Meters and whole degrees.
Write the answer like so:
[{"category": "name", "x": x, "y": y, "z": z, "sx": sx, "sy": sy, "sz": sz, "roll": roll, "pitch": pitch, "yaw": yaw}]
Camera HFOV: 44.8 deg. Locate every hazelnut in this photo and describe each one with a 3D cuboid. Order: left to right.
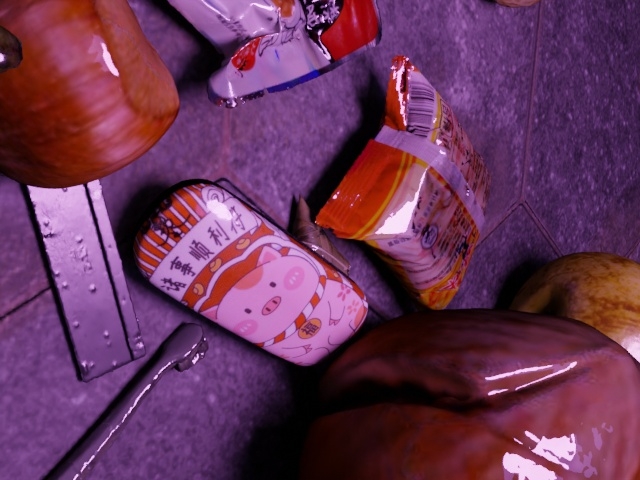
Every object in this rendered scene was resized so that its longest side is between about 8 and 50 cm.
[{"category": "hazelnut", "x": -0.180, "y": -0.107, "z": 0.530, "sx": 0.150, "sy": 0.150, "sz": 0.150, "roll": -9, "pitch": 103, "yaw": -46}, {"category": "hazelnut", "x": 0.165, "y": 0.224, "z": 0.803, "sx": 0.409, "sy": 0.359, "sz": 0.359, "roll": 8, "pitch": 90, "yaw": -53}]

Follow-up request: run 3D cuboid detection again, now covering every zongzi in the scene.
[{"category": "zongzi", "x": 0.000, "y": 0.000, "z": 0.813, "sx": 0.076, "sy": 0.040, "sz": 0.083, "roll": 14, "pitch": 74, "yaw": -44}]

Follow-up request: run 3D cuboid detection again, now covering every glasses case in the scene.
[{"category": "glasses case", "x": -0.056, "y": 0.037, "z": 0.716, "sx": 0.103, "sy": 0.067, "sz": 0.266, "roll": -50, "pitch": 132, "yaw": 6}]

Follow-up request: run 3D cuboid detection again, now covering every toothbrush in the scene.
[{"category": "toothbrush", "x": -0.192, "y": 0.180, "z": 0.638, "sx": 0.297, "sy": 0.030, "sz": 0.030, "roll": -49, "pitch": 138, "yaw": -31}]

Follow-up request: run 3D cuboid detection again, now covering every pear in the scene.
[{"category": "pear", "x": 0.390, "y": 0.154, "z": 1.080, "sx": 0.283, "sy": 0.283, "sz": 0.284, "roll": -9, "pitch": 103, "yaw": -46}]

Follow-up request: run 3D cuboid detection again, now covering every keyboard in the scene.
[{"category": "keyboard", "x": -0.190, "y": 0.018, "z": 0.626, "sx": 0.060, "sy": 0.018, "sz": 0.195, "roll": -23, "pitch": 112, "yaw": -35}]

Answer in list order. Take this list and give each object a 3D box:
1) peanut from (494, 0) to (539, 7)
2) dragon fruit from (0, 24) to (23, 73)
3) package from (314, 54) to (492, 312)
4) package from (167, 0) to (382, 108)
[{"category": "peanut", "x": 0.274, "y": -0.363, "z": 1.009, "sx": 0.229, "sy": 0.098, "sz": 0.103, "roll": -31, "pitch": 76, "yaw": -41}, {"category": "dragon fruit", "x": -0.291, "y": -0.124, "z": 0.369, "sx": 0.274, "sy": 0.193, "sz": 0.192, "roll": 13, "pitch": 58, "yaw": -47}, {"category": "package", "x": 0.120, "y": -0.040, "z": 0.884, "sx": 0.288, "sy": 0.108, "sz": 0.223, "roll": 38, "pitch": 70, "yaw": -46}, {"category": "package", "x": -0.040, "y": -0.230, "z": 0.719, "sx": 0.269, "sy": 0.071, "sz": 0.194, "roll": -50, "pitch": 132, "yaw": -46}]
